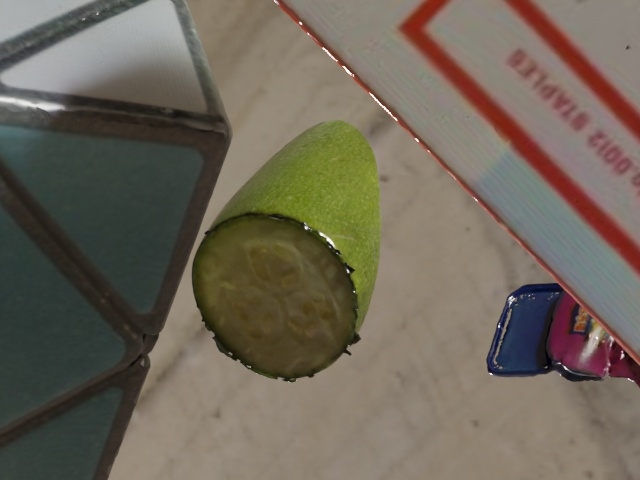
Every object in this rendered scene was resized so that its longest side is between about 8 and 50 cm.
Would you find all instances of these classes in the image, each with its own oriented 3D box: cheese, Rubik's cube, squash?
[{"bbox_3d":[0.214,0.048,0.873,0.244,0.062,0.155,-1,-138,28],"label":"cheese"},{"bbox_3d":[-0.174,-0.032,0.587,0.207,0.205,0.205,-110,-145,-46],"label":"Rubik's cube"},{"bbox_3d":[0.000,0.000,1.515,0.189,0.260,0.189,9,-65,20],"label":"squash"}]

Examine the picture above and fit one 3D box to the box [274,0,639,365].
[{"bbox_3d":[0.081,-0.060,0.445,0.123,0.229,0.050,-46,-168,5],"label":"box"}]
